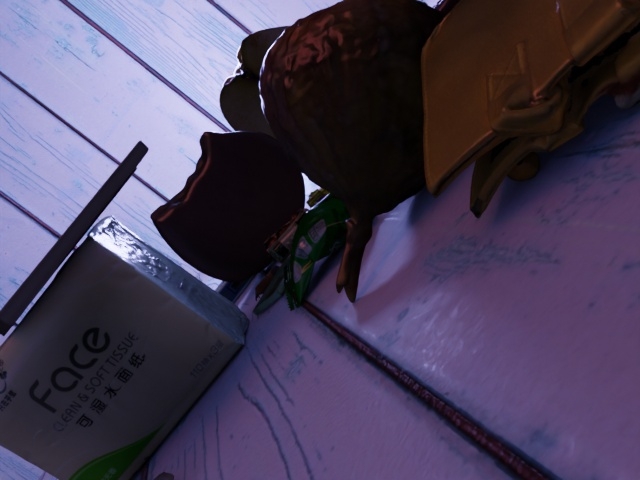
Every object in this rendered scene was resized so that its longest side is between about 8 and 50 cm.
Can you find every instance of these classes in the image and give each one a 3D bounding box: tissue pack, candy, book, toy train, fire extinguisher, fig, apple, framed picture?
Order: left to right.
[{"bbox_3d":[-0.429,0.014,1.257,0.326,0.028,0.446,-57,15,-20],"label":"framed picture"},{"bbox_3d":[-0.378,0.216,1.339,0.405,0.332,0.205,-51,14,6],"label":"tissue pack"},{"bbox_3d":[-0.202,0.109,1.737,0.252,0.055,0.048,-54,19,-12],"label":"toy train"},{"bbox_3d":[-0.104,0.084,1.459,0.083,0.022,0.028,-47,41,29],"label":"fire extinguisher"},{"bbox_3d":[-0.068,0.066,1.367,0.103,0.017,0.135,-41,14,50],"label":"book"},{"bbox_3d":[-0.062,-0.362,1.887,0.295,0.365,0.328,111,-177,-49],"label":"apple"},{"bbox_3d":[-0.007,-0.057,1.369,0.249,0.053,0.085,-47,9,-7],"label":"toy train"},{"bbox_3d":[-0.003,-0.003,1.154,0.203,0.078,0.141,-54,8,20],"label":"candy"},{"bbox_3d":[0.061,-0.103,0.947,0.286,0.286,0.368,159,117,-71],"label":"fig"}]

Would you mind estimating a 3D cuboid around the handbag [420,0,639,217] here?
[{"bbox_3d":[0.245,-0.213,0.637,0.401,0.133,0.283,-44,17,39],"label":"handbag"}]

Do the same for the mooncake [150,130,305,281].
[{"bbox_3d":[-0.200,-0.071,1.635,0.174,0.334,0.325,165,102,-77],"label":"mooncake"}]

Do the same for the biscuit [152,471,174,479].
[{"bbox_3d":[-0.285,0.435,0.968,0.141,0.038,0.290,-45,12,35],"label":"biscuit"}]

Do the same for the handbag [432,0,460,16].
[{"bbox_3d":[0.277,-0.489,1.637,0.203,0.074,0.216,-50,8,9],"label":"handbag"}]
